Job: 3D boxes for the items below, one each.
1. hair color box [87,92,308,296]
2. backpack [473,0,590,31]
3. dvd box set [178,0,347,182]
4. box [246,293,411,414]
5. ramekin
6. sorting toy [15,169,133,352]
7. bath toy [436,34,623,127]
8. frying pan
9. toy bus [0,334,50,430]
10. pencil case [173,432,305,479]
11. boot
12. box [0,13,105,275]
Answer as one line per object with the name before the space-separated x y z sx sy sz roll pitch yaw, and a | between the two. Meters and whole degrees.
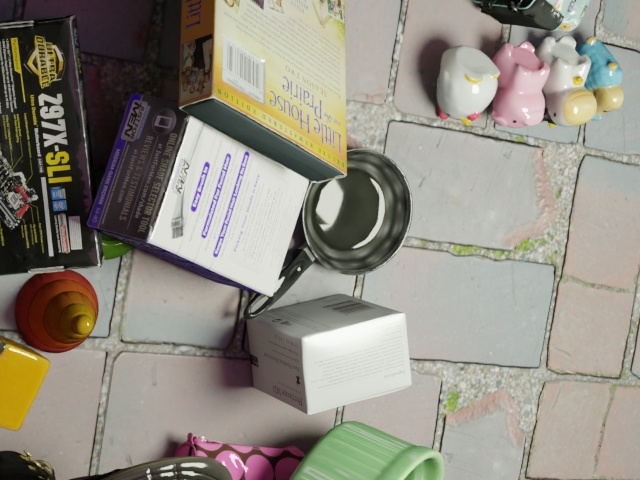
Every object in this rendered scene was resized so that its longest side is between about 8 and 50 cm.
hair color box | -0.154 -0.053 1.711 0.339 0.110 0.185 32 74 -62
backpack | 0.356 -0.428 2.006 0.144 0.166 0.188 22 90 -33
dvd box set | -0.068 -0.319 1.689 0.308 0.062 0.420 25 59 -52
box | 0.011 0.165 1.886 0.182 0.181 0.119 -12 102 -28
ramekin | 0.046 0.419 1.895 0.303 0.148 0.303 -46 150 -36
sorting toy | -0.286 -0.006 1.725 0.127 0.126 0.365 28 84 -30
bath toy | 0.329 -0.242 2.050 0.348 0.129 0.151 -7 56 -31
frying pan | 0.023 0.012 1.947 0.197 0.053 0.326 32 83 -29
toy bus | -0.515 0.134 1.611 0.333 0.130 0.108 28 84 -30
pencil case | -0.116 0.345 1.897 0.209 0.095 0.098 11 78 -33
boot | -0.329 0.349 1.659 0.377 0.284 0.138 -21 106 -24
box | -0.420 -0.114 1.604 0.257 0.079 0.321 -6 101 -4
